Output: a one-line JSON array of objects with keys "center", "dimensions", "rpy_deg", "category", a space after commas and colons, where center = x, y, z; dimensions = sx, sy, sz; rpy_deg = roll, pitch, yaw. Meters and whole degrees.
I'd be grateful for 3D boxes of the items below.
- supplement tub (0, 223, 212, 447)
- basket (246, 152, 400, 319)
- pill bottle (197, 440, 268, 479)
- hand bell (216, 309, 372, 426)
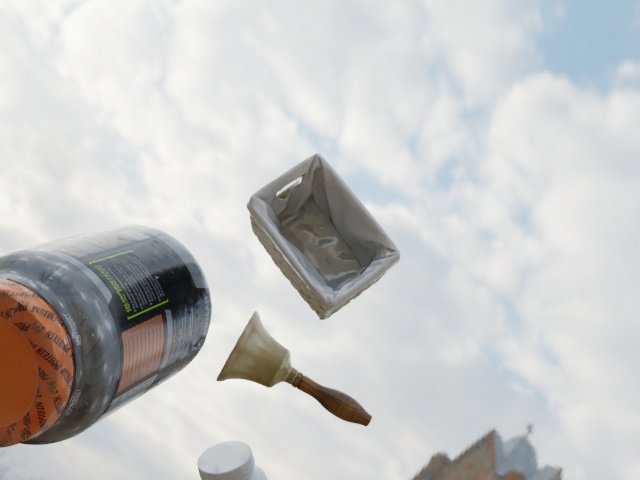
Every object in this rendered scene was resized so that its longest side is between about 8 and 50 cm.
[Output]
[{"center": [-0.256, 0.093, 1.020], "dimensions": [0.193, 0.193, 0.316], "rpy_deg": [28, 14, 11], "category": "supplement tub"}, {"center": [0.000, 0.000, 1.189], "dimensions": [0.167, 0.113, 0.103], "rpy_deg": [52, -15, 11], "category": "basket"}, {"center": [-0.135, 0.446, 1.616], "dimensions": [0.121, 0.121, 0.216], "rpy_deg": [8, -62, 41], "category": "pill bottle"}, {"center": [-0.027, 0.221, 1.526], "dimensions": [0.242, 0.126, 0.126], "rpy_deg": [29, -27, 1], "category": "hand bell"}]
